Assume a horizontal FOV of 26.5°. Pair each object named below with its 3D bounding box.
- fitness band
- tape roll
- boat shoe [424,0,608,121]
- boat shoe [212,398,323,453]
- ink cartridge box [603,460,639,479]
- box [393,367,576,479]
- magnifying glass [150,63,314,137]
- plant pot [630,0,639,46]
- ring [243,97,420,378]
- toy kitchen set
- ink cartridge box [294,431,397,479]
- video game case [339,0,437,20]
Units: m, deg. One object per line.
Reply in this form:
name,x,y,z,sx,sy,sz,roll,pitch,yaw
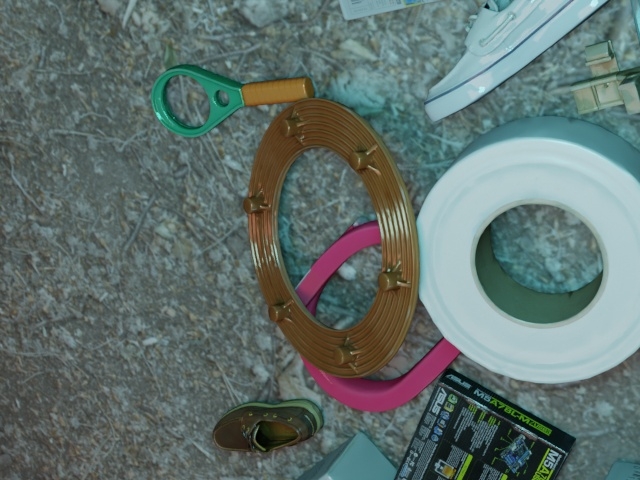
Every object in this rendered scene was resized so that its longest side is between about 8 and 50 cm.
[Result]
fitness band,0.076,0.092,1.692,0.209,0.054,0.291,42,127,2
tape roll,0.246,0.010,1.495,0.286,0.100,0.286,6,112,16
boat shoe,0.201,-0.225,1.449,0.258,0.095,0.084,-37,90,26
boat shoe,-0.082,0.258,1.851,0.178,0.060,0.064,-14,106,33
ink cartridge box,0.318,0.499,1.592,0.091,0.308,0.385,13,119,25
box,0.203,0.282,1.716,0.184,0.045,0.191,27,123,13
magnifying glass,-0.113,-0.178,1.678,0.231,0.026,0.092,-3,112,29
plant pot,0.406,-0.225,1.235,0.196,0.293,0.293,-13,108,5
ring,0.000,0.000,1.601,0.336,0.032,0.337,20,115,52
toy kitchen set,0.297,-0.167,1.424,0.083,0.075,0.068,-12,106,29
ink cartridge box,0.016,0.418,1.841,0.197,0.114,0.273,47,127,0
video game case,0.087,-0.368,1.475,0.206,0.026,0.227,-7,109,31
